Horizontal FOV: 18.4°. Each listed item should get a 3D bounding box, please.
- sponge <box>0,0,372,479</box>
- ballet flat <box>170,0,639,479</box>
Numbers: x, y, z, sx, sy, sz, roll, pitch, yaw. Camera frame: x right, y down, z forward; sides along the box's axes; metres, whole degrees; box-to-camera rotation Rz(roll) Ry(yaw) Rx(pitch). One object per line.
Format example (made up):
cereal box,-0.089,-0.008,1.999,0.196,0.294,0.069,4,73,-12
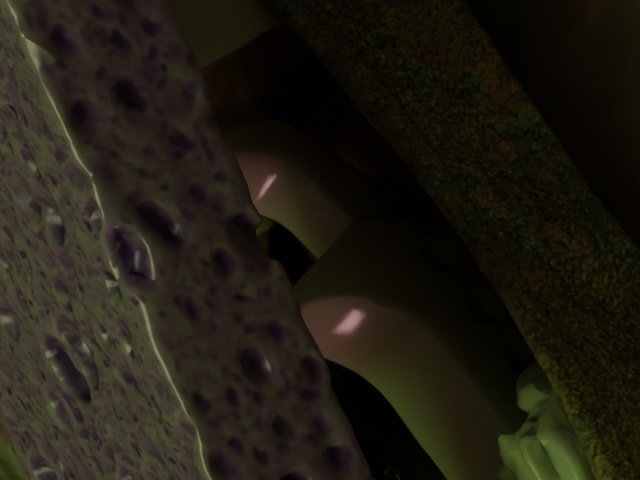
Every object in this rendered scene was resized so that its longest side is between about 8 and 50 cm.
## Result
sponge,-0.063,-0.038,0.384,0.117,0.031,0.210,-15,99,66
ballet flat,0.000,0.000,0.464,0.348,0.123,0.123,53,140,18
